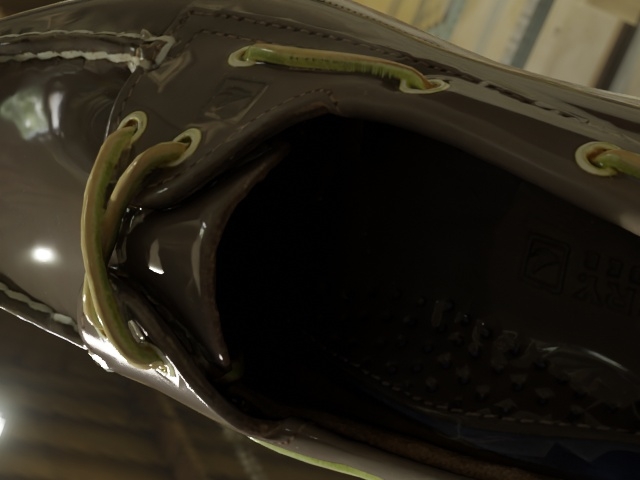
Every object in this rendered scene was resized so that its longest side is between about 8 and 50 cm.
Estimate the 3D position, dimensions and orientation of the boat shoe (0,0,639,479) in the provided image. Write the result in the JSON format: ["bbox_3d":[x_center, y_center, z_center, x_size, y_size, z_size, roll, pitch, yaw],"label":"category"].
[{"bbox_3d":[0.000,0.000,0.440,0.324,0.116,0.097,15,-166,27],"label":"boat shoe"}]
